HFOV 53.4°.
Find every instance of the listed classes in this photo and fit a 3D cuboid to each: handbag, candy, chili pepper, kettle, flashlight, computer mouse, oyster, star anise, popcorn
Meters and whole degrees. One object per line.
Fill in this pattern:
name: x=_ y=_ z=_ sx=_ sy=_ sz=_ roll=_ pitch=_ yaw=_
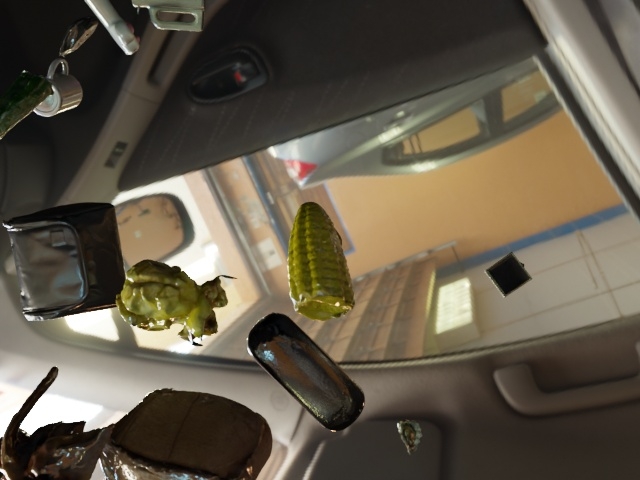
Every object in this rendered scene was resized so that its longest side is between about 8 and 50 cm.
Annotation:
handbag: x=-0.659 y=0.055 z=1.675 sx=0.275 sy=0.301 sz=0.178 roll=-11 pitch=-173 yaw=-43
candy: x=-0.007 y=0.025 z=1.042 sx=0.094 sy=0.198 sz=0.106 roll=-29 pitch=145 yaw=31
chili pepper: x=-0.696 y=-0.283 z=1.434 sx=0.059 sy=0.088 sz=0.226 roll=99 pitch=11 yaw=-58
kettle: x=-0.310 y=-0.511 z=1.306 sx=0.148 sy=0.126 sz=0.098 roll=4 pitch=171 yaw=-11
flashlight: x=-0.440 y=-0.474 z=1.298 sx=0.047 sy=0.200 sz=0.093 roll=-39 pitch=-161 yaw=-9
computer mouse: x=-0.624 y=-0.525 z=1.622 sx=0.135 sy=0.047 sz=0.079 roll=-45 pitch=-166 yaw=8
oyster: x=0.255 y=0.568 z=1.851 sx=0.037 sy=0.100 sz=0.098 roll=1 pitch=177 yaw=45
star anise: x=-0.451 y=0.366 z=0.986 sx=0.293 sy=0.109 sz=0.349 roll=4 pitch=-122 yaw=33
popcorn: x=-0.287 y=0.112 z=1.238 sx=0.168 sy=0.195 sz=0.173 roll=85 pitch=27 yaw=-62

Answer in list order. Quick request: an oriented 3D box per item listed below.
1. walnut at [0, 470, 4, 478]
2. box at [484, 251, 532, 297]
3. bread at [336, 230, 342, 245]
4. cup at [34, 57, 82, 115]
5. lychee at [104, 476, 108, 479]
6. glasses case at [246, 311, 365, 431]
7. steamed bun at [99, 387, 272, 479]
walnut: x=-0.623 y=0.593 z=1.241 sx=0.268 sy=0.244 sz=0.222 roll=-65 pitch=159 yaw=2
box: x=0.442 y=0.080 z=1.494 sx=0.083 sy=0.079 sz=0.035 roll=-37 pitch=167 yaw=7
bread: x=0.000 y=0.000 z=1.487 sx=0.110 sy=0.110 sz=0.024 roll=-27 pitch=159 yaw=-38
cup: x=-0.711 y=-0.407 z=1.691 sx=0.099 sy=0.135 sz=0.133 roll=-9 pitch=-160 yaw=9
lychee: x=-0.419 y=0.503 z=1.344 sx=0.083 sy=0.067 sz=0.068 roll=9 pitch=164 yaw=42
glasses case: x=-0.030 y=0.290 z=1.400 sx=0.122 sy=0.314 sz=0.075 roll=-46 pitch=-171 yaw=-6
steamed bun: x=-0.267 y=0.444 z=1.268 sx=0.301 sy=0.199 sz=0.251 roll=13 pitch=-154 yaw=11
